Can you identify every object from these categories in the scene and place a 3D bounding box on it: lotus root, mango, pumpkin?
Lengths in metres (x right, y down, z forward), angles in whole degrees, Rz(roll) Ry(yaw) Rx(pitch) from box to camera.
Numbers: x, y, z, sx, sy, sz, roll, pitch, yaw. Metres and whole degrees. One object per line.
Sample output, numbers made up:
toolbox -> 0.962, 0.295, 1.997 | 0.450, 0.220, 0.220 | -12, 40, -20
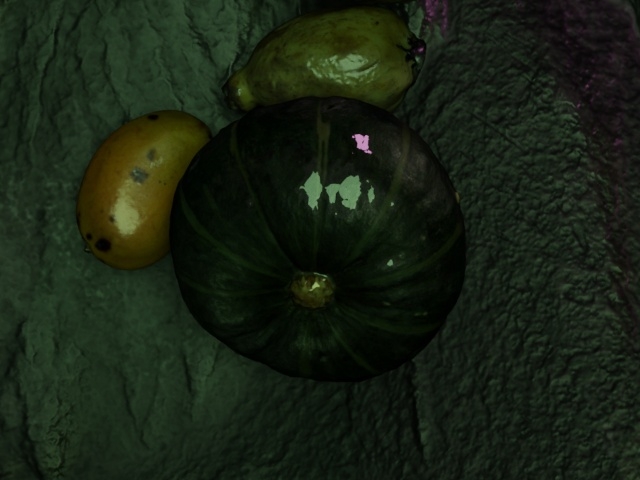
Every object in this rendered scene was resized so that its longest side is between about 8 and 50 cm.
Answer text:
lotus root -> 0.003, -0.176, 1.351 | 0.214, 0.138, 0.138 | -12, 94, -5
mango -> -0.184, -0.056, 1.341 | 0.115, 0.090, 0.178 | 24, 83, -12
pumpkin -> 0.000, 0.000, 1.301 | 0.300, 0.207, 0.300 | 1, 120, 1

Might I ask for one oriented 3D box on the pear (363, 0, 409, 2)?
pear -> 0.048, -0.385, 1.277 | 0.303, 0.304, 0.304 | 0, 92, -11
